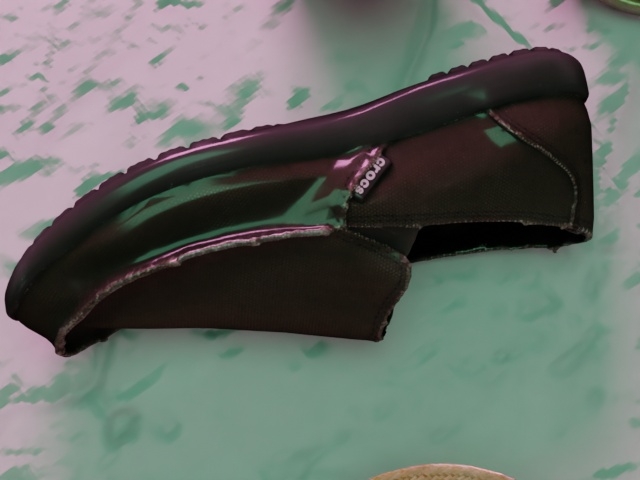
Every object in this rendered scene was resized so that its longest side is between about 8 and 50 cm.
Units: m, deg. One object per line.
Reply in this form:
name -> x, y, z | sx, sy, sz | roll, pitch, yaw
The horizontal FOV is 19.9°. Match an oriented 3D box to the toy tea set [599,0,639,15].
toy tea set -> 0.120, -0.205, 0.652 | 0.200, 0.124, 0.336 | 35, 80, 6

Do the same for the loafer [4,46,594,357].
loafer -> 0.000, 0.000, 0.632 | 0.220, 0.080, 0.078 | -20, 79, -5

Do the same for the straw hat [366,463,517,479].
straw hat -> 0.056, 0.145, 0.611 | 0.145, 0.061, 0.144 | -7, 75, 24
